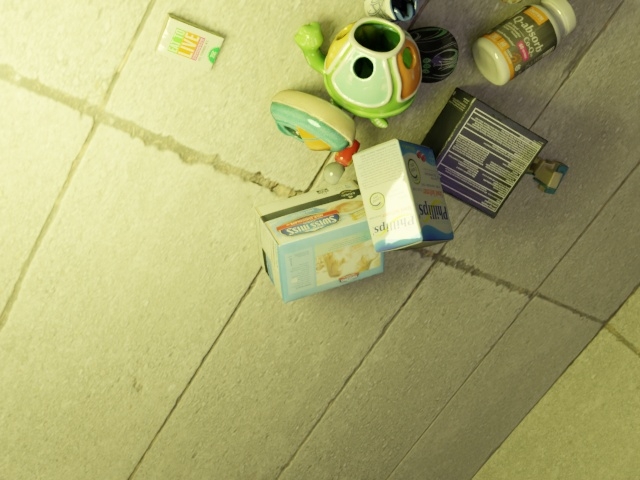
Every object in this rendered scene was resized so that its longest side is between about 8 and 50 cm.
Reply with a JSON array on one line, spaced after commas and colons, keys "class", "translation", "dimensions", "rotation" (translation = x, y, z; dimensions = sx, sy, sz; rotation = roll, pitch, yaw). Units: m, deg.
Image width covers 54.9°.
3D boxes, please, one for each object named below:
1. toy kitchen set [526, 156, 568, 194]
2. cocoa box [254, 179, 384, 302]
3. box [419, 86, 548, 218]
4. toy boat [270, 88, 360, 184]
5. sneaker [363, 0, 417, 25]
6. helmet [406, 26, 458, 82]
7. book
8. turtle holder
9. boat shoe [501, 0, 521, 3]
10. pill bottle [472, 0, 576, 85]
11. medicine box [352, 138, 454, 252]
[{"class": "toy kitchen set", "translation": [0.839, -0.213, 2.242], "dimensions": [0.207, 0.166, 0.122], "rotation": [7, 118, -31]}, {"class": "cocoa box", "translation": [0.000, 0.000, 1.902], "dimensions": [0.347, 0.228, 0.231], "rotation": [-16, 129, -17]}, {"class": "box", "translation": [0.490, -0.277, 1.957], "dimensions": [0.296, 0.182, 0.294], "rotation": [25, 108, -18]}, {"class": "toy boat", "translation": [0.004, -0.276, 1.697], "dimensions": [0.148, 0.268, 0.318], "rotation": [-58, 143, -5]}, {"class": "sneaker", "translation": [0.183, -0.596, 1.564], "dimensions": [0.112, 0.130, 0.296], "rotation": [-19, 169, -2]}, {"class": "helmet", "translation": [0.313, -0.528, 1.752], "dimensions": [0.162, 0.169, 0.169], "rotation": [-4, 126, -5]}, {"class": "book", "translation": [-0.324, -0.484, 1.519], "dimensions": [0.144, 0.035, 0.096], "rotation": [11, 120, -35]}, {"class": "turtle holder", "translation": [0.116, -0.476, 1.610], "dimensions": [0.243, 0.320, 0.227], "rotation": [-36, 161, -14]}, {"class": "boat shoe", "translation": [0.557, -0.774, 1.764], "dimensions": [0.072, 0.068, 0.189], "rotation": [-8, 127, -9]}, {"class": "pill bottle", "translation": [0.609, -0.603, 1.845], "dimensions": [0.278, 0.162, 0.162], "rotation": [-35, 132, -2]}, {"class": "medicine box", "translation": [0.243, -0.121, 1.769], "dimensions": [0.149, 0.289, 0.263], "rotation": [-17, 173, 30]}]
